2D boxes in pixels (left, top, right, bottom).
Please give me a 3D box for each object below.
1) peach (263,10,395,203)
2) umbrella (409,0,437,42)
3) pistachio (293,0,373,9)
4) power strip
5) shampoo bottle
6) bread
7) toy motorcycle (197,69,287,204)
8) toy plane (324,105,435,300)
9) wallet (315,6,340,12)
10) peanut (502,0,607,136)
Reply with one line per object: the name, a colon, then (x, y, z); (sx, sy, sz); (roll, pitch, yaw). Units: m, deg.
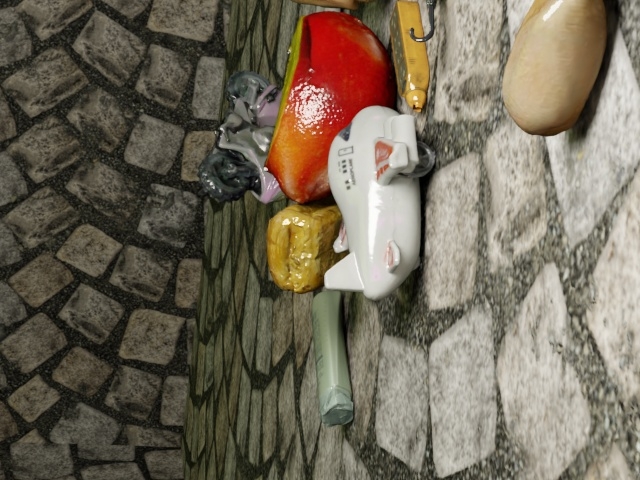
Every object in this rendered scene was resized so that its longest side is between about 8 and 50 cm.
peach: (0.018, -0.180, 1.555); (0.154, 0.159, 0.267); (105, 178, -58)
umbrella: (0.136, -0.337, 1.393); (0.044, 0.044, 0.268); (64, -151, -57)
pistachio: (0.003, -0.424, 1.601); (0.238, 0.229, 0.321); (62, -173, -17)
power strip: (0.111, -0.226, 1.465); (0.049, 0.028, 0.178); (110, 160, -51)
shampoo bottle: (0.016, 0.171, 1.743); (0.072, 0.049, 0.212); (112, 159, -47)
bread: (0.000, 0.000, 1.585); (0.211, 0.083, 0.113); (-17, -71, -64)
toy motorcycle: (-0.122, -0.190, 2.304); (0.143, 0.188, 0.327); (125, 163, -50)
toy plane: (0.065, -0.047, 1.420); (0.252, 0.118, 0.252); (-173, 90, -78)
wallet: (0.018, -0.408, 1.973); (0.124, 0.032, 0.182); (-108, 23, -61)
peanut: (0.190, -0.152, 0.951); (0.076, 0.076, 0.152); (-104, 19, -56)
